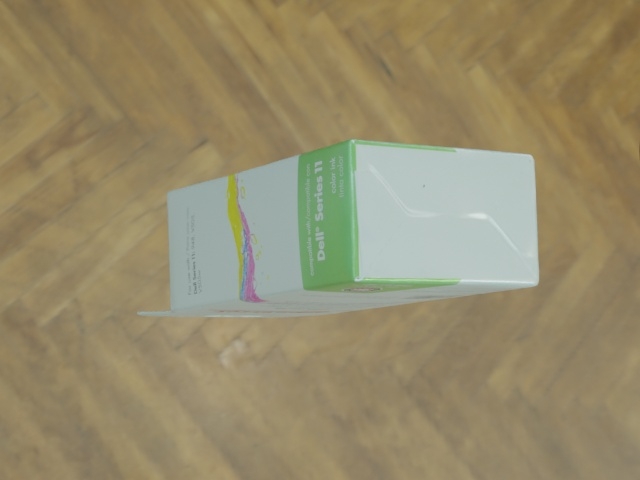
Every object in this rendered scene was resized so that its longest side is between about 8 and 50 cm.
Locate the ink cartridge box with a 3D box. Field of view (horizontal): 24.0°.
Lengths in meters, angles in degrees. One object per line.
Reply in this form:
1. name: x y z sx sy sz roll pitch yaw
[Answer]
1. ink cartridge box: 0.000 0.000 1.346 0.207 0.353 0.119 2 81 -37
